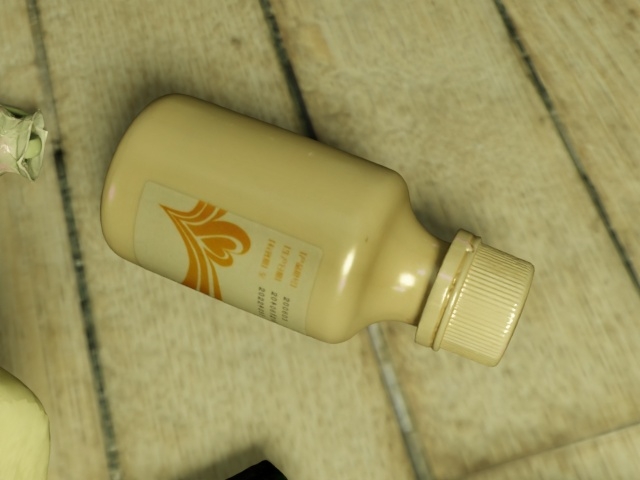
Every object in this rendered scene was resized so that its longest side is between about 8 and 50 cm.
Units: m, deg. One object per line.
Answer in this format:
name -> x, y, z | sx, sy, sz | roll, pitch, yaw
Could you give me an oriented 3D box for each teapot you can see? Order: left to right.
teapot -> -0.222, -0.072, 0.627 | 0.064, 0.064, 0.083 | 7, 31, -4

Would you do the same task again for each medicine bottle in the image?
medicine bottle -> 0.000, 0.000, 0.552 | 0.252, 0.114, 0.114 | 21, 65, 11

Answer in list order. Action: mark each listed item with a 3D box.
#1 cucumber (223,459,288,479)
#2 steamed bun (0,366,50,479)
cucumber -> -0.052, 0.187, 0.487 | 0.115, 0.062, 0.116 | -22, 66, -14
steamed bun -> -0.348, 0.194, 0.364 | 0.371, 0.290, 0.456 | 24, 68, 17
